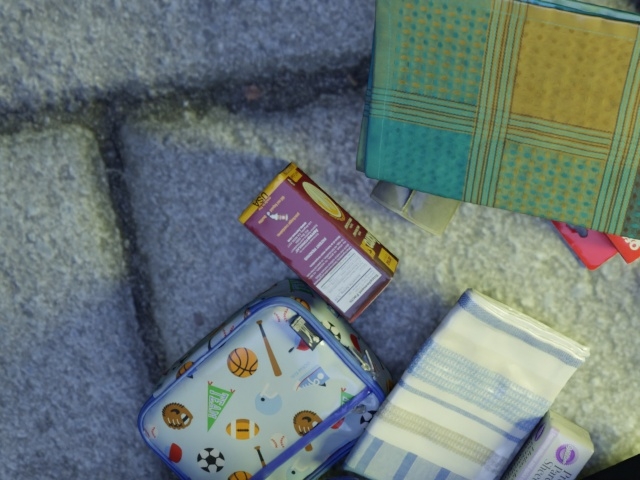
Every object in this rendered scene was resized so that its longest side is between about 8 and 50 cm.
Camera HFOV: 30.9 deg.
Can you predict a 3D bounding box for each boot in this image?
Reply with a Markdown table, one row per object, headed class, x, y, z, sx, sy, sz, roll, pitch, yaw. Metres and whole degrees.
| class | x | y | z | sx | sy | sz | roll | pitch | yaw |
| --- | --- | --- | --- | --- | --- | --- | --- | --- | --- |
| boot | 0.124 | -0.135 | 1.404 | 0.190 | 0.076 | 0.208 | 36 | 112 | 2 |

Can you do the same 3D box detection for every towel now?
| class | x | y | z | sx | sy | sz | roll | pitch | yaw |
| --- | --- | --- | --- | --- | --- | --- | --- | --- | --- |
| towel | 0.183 | 0.207 | 1.436 | 0.209 | 0.034 | 0.285 | 28 | 105 | -27 |
| towel | 0.231 | -0.146 | 1.282 | 0.370 | 0.040 | 0.271 | 13 | 126 | 8 |

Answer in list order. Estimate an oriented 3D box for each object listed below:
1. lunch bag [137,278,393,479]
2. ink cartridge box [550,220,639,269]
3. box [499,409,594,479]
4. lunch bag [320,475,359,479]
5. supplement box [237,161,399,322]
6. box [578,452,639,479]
| class | x | y | z | sx | sy | sz | roll | pitch | yaw |
| --- | --- | --- | --- | --- | --- | --- | --- | --- | --- |
| lunch bag | -0.061 | 0.211 | 1.483 | 0.303 | 0.115 | 0.243 | -39 | 96 | 16 |
| ink cartridge box | 0.379 | -0.069 | 1.368 | 0.231 | 0.078 | 0.134 | -37 | 95 | 15 |
| box | 0.236 | 0.370 | 1.496 | 0.067 | 0.063 | 0.324 | 31 | 105 | -2 |
| lunch bag | -0.069 | 0.428 | 1.385 | 0.328 | 0.385 | 0.238 | -15 | 57 | 15 |
| supplement box | 0.000 | 0.000 | 1.428 | 0.188 | 0.104 | 0.081 | 42 | 105 | -3 |
| box | 0.361 | 0.466 | 1.399 | 0.343 | 0.179 | 0.312 | -27 | 108 | 8 |
